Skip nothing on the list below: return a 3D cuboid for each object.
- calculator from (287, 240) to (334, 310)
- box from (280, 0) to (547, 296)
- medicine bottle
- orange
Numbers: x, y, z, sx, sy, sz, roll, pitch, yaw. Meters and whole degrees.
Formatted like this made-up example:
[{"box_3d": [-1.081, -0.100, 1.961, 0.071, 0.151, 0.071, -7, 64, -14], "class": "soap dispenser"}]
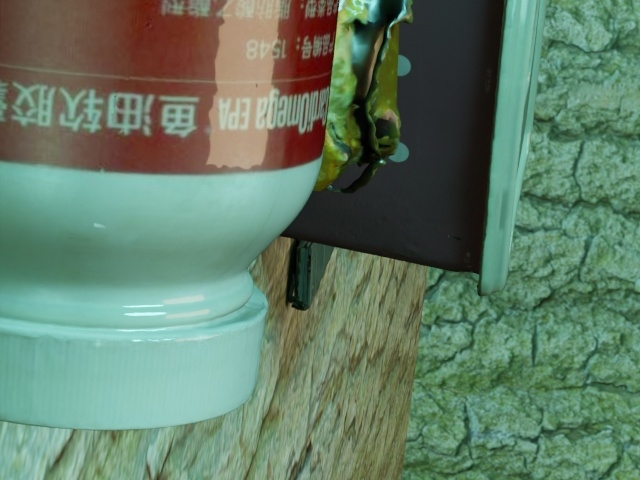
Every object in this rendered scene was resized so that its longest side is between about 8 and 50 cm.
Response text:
[{"box_3d": [0.000, 0.000, 1.377, 0.172, 0.018, 0.057, -64, 162, -66], "class": "calculator"}, {"box_3d": [0.055, -0.128, 1.110, 0.193, 0.167, 0.294, -70, 166, -50], "class": "box"}, {"box_3d": [-0.058, -0.084, 0.475, 0.131, 0.131, 0.250, -50, 148, -75], "class": "medicine bottle"}, {"box_3d": [-0.010, -0.099, 0.882, 0.170, 0.112, 0.160, 127, -32, -55], "class": "orange"}]
